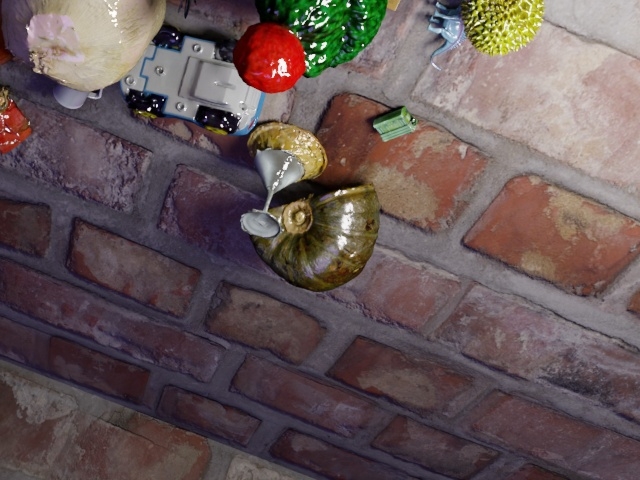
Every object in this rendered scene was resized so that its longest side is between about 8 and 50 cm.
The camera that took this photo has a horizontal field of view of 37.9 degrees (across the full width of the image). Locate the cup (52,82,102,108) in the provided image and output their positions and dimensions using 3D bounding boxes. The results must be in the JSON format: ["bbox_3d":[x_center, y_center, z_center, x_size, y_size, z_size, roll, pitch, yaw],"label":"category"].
[{"bbox_3d":[-0.538,-0.354,2.113,0.104,0.074,0.116,13,146,-35],"label":"cup"}]

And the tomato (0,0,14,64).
[{"bbox_3d":[-0.709,-0.481,1.860,0.264,0.265,0.265,12,143,9],"label":"tomato"}]

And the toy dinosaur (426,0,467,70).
[{"bbox_3d":[0.240,-0.398,1.728,0.080,0.045,0.197,17,135,-6],"label":"toy dinosaur"}]

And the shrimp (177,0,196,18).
[{"bbox_3d":[-0.240,-0.539,1.644,0.137,0.172,0.372,36,138,32],"label":"shrimp"}]

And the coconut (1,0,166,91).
[{"bbox_3d":[-0.455,-0.430,1.760,0.297,0.255,0.297,6,119,11],"label":"coconut"}]

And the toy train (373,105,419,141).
[{"bbox_3d":[0.159,-0.247,1.969,0.093,0.038,0.056,-16,125,38],"label":"toy train"}]

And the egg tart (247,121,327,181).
[{"bbox_3d":[-0.079,-0.190,2.118,0.191,0.074,0.191,10,142,8],"label":"egg tart"}]

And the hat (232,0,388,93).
[{"bbox_3d":[-0.025,-0.385,1.601,0.242,0.332,0.274,4,139,33],"label":"hat"}]

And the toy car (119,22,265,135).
[{"bbox_3d":[-0.264,-0.327,1.943,0.314,0.198,0.166,13,175,10],"label":"toy car"}]

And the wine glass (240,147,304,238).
[{"bbox_3d":[-0.113,-0.100,2.032,0.122,0.183,0.122,10,142,8],"label":"wine glass"}]

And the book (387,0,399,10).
[{"bbox_3d":[0.112,-0.500,1.678,0.118,0.012,0.172,23,143,-5],"label":"book"}]

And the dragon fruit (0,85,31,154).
[{"bbox_3d":[-0.772,-0.319,2.272,0.092,0.122,0.192,-21,140,-14],"label":"dragon fruit"}]

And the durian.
[{"bbox_3d":[0.311,-0.415,1.591,0.146,0.159,0.198,2,109,6],"label":"durian"}]

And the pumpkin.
[{"bbox_3d":[0.000,0.000,2.172,0.324,0.242,0.232,-10,96,31],"label":"pumpkin"}]
